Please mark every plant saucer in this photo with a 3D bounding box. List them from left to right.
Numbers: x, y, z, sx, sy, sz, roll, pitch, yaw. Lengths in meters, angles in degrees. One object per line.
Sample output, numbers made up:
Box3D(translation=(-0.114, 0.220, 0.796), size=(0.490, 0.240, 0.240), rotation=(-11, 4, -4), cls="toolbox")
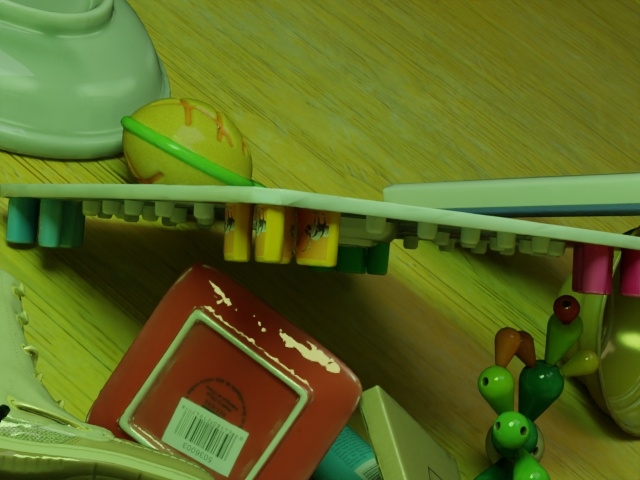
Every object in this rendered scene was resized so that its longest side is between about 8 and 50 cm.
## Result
Box3D(translation=(-0.317, -0.238, 1.426), size=(0.400, 0.101, 0.400), rotation=(23, 29, -13), cls="plant saucer")

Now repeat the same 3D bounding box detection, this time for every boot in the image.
Box3D(translation=(-0.193, 0.112, 0.991), size=(0.261, 0.095, 0.203), rotation=(13, 32, -19), cls="boot")

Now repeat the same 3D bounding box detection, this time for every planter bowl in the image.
Box3D(translation=(0.295, 0.080, 1.457), size=(0.090, 0.217, 0.217), rotation=(6, 8, 41), cls="planter bowl")

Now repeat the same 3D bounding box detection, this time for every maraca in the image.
Box3D(translation=(-0.112, -0.075, 1.366), size=(0.127, 0.099, 0.185), rotation=(33, 5, 31), cls="maraca")

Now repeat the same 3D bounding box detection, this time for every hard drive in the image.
Box3D(translation=(0.254, -0.047, 1.515), size=(0.318, 0.040, 0.210), rotation=(0, 3, 43), cls="hard drive")

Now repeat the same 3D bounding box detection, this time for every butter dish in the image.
Box3D(translation=(-0.062, 0.119, 1.074), size=(0.160, 0.160, 0.118), rotation=(36, 6, 10), cls="butter dish")

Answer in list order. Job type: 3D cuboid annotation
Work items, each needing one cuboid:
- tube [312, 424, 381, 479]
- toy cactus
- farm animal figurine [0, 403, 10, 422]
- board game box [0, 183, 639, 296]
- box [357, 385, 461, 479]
Box3D(translation=(-0.001, 0.157, 1.150), size=(0.207, 0.052, 0.080), rotation=(42, 15, 27), cls="tube")
Box3D(translation=(0.169, 0.161, 1.196), size=(0.112, 0.219, 0.180), rotation=(13, -13, 10), cls="toy cactus")
Box3D(translation=(-0.278, 0.152, 0.641), size=(0.172, 0.330, 0.327), rotation=(14, 26, 20), cls="farm animal figurine")
Box3D(translation=(0.000, 0.000, 1.167), size=(0.390, 0.050, 0.390), rotation=(6, -2, -37), cls="board game box")
Box3D(translation=(0.089, 0.219, 1.031), size=(0.164, 0.021, 0.201), rotation=(47, 20, -53), cls="box")
